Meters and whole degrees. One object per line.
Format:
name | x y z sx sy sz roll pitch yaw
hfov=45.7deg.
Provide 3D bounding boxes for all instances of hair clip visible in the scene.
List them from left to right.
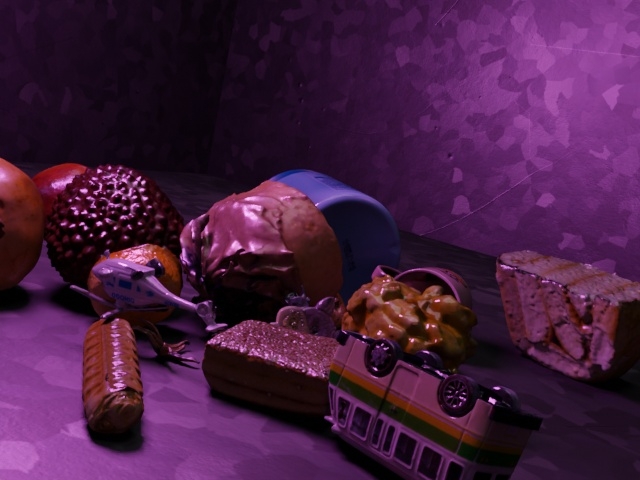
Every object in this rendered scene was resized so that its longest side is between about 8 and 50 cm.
hair clip | -0.032 0.178 1.478 0.146 0.187 0.056 -4 -26 -25

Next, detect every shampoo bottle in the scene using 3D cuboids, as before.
shampoo bottle | 0.000 0.000 2.015 0.331 0.331 0.342 7 11 -26

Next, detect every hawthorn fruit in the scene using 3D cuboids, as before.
hawthorn fruit | -0.745 -0.105 2.158 0.261 0.224 0.224 -16 24 -35

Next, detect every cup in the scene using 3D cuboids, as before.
cup | 0.244 0.141 1.858 0.253 0.191 0.200 33 14 18

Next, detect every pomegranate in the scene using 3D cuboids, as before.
pomegranate | -0.692 -0.037 1.528 0.307 0.307 0.307 11 9 -2

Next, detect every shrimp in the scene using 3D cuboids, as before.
shrimp | 0.012 0.136 1.829 0.095 0.162 0.045 -37 2 -34

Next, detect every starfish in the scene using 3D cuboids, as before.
starfish | -0.279 0.199 1.405 0.133 0.041 0.130 38 2 20

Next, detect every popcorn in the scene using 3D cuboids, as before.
popcorn | 0.161 0.186 1.423 0.257 0.224 0.270 15 25 15

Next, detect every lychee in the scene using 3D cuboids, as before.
lychee | -0.453 -0.012 1.669 0.306 0.306 0.330 13 33 10

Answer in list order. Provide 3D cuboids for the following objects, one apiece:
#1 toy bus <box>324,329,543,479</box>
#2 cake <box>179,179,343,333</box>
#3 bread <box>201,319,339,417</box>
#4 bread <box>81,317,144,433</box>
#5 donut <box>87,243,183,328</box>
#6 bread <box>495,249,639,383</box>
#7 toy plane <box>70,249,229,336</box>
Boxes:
toy bus | 0.144 0.259 1.125 0.305 0.179 0.143 21 -1 44
cake | -0.159 0.066 1.635 0.321 0.332 0.332 -29 34 -35
bread | -0.065 0.223 1.315 0.234 0.111 0.184 13 12 18
bread | -0.331 0.203 1.203 0.077 0.084 0.367 52 -5 -21
donut | -0.362 0.098 1.502 0.190 0.174 0.075 1 31 -18
bread | 0.609 0.196 1.888 0.239 0.264 0.395 -14 24 -41
toy plane | -0.302 0.094 1.357 0.273 0.107 0.182 17 12 39
